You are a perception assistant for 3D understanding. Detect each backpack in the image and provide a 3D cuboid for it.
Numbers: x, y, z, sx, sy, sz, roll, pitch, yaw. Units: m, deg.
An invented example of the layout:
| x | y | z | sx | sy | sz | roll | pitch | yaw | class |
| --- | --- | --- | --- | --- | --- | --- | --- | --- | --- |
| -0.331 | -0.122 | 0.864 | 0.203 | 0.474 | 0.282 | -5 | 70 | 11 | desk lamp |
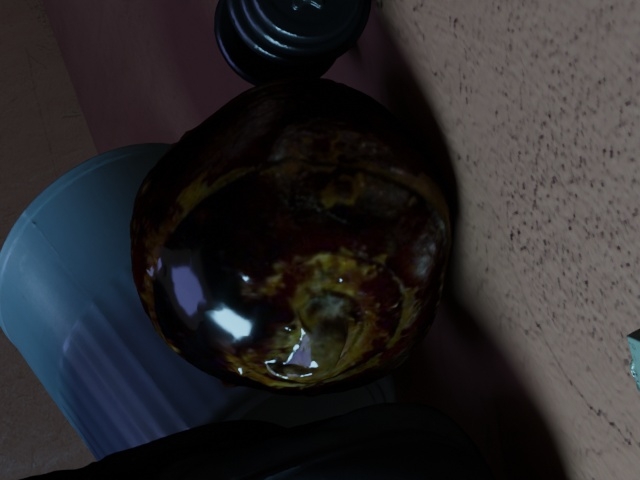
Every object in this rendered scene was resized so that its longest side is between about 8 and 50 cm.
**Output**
| x | y | z | sx | sy | sz | roll | pitch | yaw | class |
| --- | --- | --- | --- | --- | --- | --- | --- | --- | --- |
| -0.031 | 0.277 | 0.977 | 0.363 | 0.446 | 0.255 | 56 | -162 | -36 | backpack |

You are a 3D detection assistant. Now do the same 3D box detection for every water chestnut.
| x | y | z | sx | sy | sz | roll | pitch | yaw | class |
| --- | --- | --- | --- | --- | --- | --- | --- | --- | --- |
| -0.018 | -0.005 | 0.959 | 0.238 | 0.224 | 0.223 | -123 | 17 | -66 | water chestnut |

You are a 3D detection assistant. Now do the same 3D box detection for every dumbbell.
| x | y | z | sx | sy | sz | roll | pitch | yaw | class |
| --- | --- | --- | --- | --- | --- | --- | --- | --- | --- |
| -0.021 | -0.161 | 0.968 | 0.208 | 0.099 | 0.099 | 154 | 96 | -78 | dumbbell |

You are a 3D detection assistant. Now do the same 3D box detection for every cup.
| x | y | z | sx | sy | sz | roll | pitch | yaw | class |
| --- | --- | --- | --- | --- | --- | --- | --- | --- | --- |
| -0.106 | 0.126 | 1.259 | 0.311 | 0.257 | 0.331 | 46 | 161 | 40 | cup |

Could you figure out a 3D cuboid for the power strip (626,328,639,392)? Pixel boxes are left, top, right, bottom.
| x | y | z | sx | sy | sz | roll | pitch | yaw | class |
| --- | --- | --- | --- | --- | --- | --- | --- | --- | --- |
| 0.186 | 0.075 | 0.648 | 0.136 | 0.019 | 0.051 | -158 | 51 | -73 | power strip |
